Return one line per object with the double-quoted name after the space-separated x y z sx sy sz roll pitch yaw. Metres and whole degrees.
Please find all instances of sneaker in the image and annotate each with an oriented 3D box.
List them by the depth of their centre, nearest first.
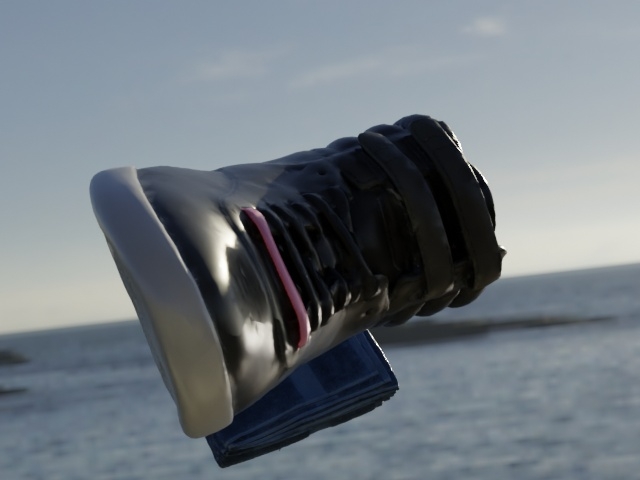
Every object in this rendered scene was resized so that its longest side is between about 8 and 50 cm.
0.000 0.000 0.722 0.147 0.105 0.296 -19 2 2 "sneaker"

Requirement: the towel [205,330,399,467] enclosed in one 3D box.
-0.018 0.089 1.102 0.119 0.067 0.029 -22 -39 -13 "towel"
